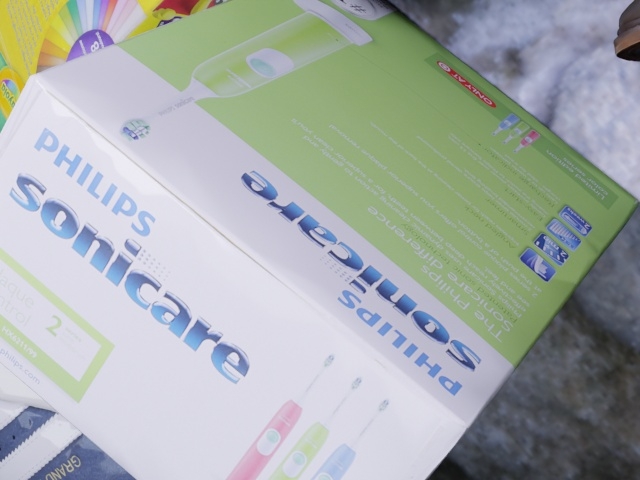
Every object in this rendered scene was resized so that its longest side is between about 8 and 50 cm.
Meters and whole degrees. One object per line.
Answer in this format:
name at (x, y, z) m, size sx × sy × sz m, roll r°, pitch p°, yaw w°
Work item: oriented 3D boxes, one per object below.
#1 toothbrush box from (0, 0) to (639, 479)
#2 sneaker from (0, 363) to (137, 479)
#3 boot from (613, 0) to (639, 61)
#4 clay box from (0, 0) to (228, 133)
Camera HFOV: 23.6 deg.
toothbrush box at (0.000, 0.000, 0.688) m, size 0.206 × 0.283 × 0.122 m, roll 39°, pitch 118°, yaw 7°
sneaker at (-0.175, 0.114, 0.891) m, size 0.350 × 0.131 × 0.148 m, roll 12°, pitch 107°, yaw 20°
boot at (0.217, -0.159, 0.671) m, size 0.219 × 0.082 × 0.106 m, roll -23°, pitch 75°, yaw 33°
clay box at (-0.099, -0.146, 0.786) m, size 0.222 × 0.053 × 0.127 m, roll -40°, pitch 57°, yaw 30°
